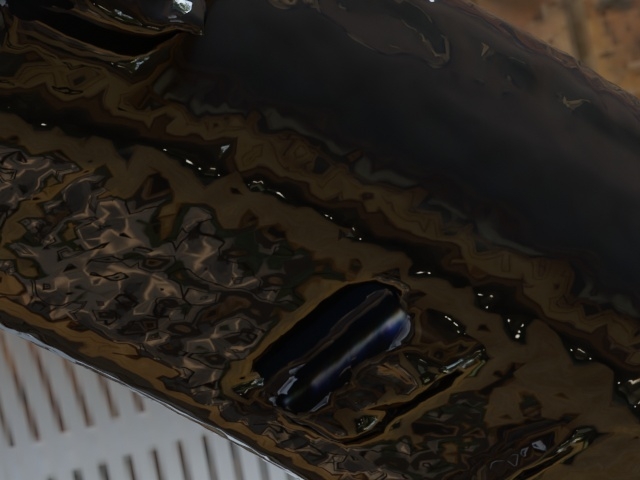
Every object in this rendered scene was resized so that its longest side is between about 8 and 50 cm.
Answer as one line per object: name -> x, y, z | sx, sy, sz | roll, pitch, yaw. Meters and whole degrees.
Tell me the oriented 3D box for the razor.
razor -> -0.001, -0.004, 0.512 | 0.327, 0.189, 0.107 | 29, 41, -28
